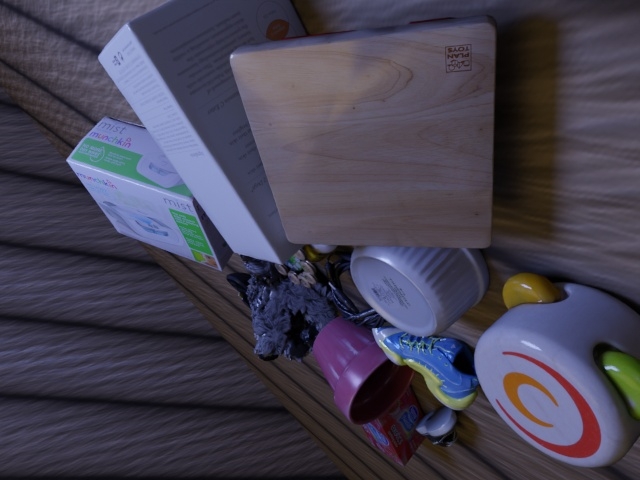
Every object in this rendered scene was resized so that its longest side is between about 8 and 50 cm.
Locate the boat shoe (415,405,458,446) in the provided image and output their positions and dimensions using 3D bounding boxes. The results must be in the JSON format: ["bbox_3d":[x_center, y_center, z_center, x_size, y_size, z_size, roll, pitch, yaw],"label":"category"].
[{"bbox_3d":[0.290,0.446,1.154,0.070,0.078,0.219,42,163,13],"label":"boat shoe"}]

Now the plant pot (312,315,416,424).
[{"bbox_3d":[0.085,0.270,1.085,0.180,0.201,0.202,39,156,40],"label":"plant pot"}]

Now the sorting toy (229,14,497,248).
[{"bbox_3d":[0.063,-0.117,0.557,0.256,0.090,0.256,1,132,19],"label":"sorting toy"}]

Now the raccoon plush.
[{"bbox_3d":[-0.103,0.105,1.251,0.299,0.215,0.447,-169,70,-73],"label":"raccoon plush"}]

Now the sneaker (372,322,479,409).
[{"bbox_3d":[0.211,0.205,0.930,0.240,0.091,0.126,39,136,19],"label":"sneaker"}]

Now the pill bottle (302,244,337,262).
[{"bbox_3d":[0.000,0.000,0.963,0.065,0.065,0.116,47,156,1],"label":"pill bottle"}]

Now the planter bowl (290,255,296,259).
[{"bbox_3d":[-0.097,-0.069,0.986,0.217,0.090,0.217,35,154,20],"label":"planter bowl"}]

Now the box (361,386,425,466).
[{"bbox_3d":[0.177,0.449,1.273,0.122,0.128,0.257,18,142,48],"label":"box"}]

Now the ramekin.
[{"bbox_3d":[0.142,0.053,0.756,0.207,0.109,0.207,37,154,21],"label":"ramekin"}]

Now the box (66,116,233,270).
[{"bbox_3d":[-0.291,-0.087,0.927,0.261,0.127,0.231,19,151,14],"label":"box"}]

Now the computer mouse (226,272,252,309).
[{"bbox_3d":[-0.227,0.171,1.612,0.184,0.060,0.262,7,146,50],"label":"computer mouse"}]

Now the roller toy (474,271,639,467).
[{"bbox_3d":[0.303,0.155,0.599,0.209,0.146,0.191,34,144,41],"label":"roller toy"}]

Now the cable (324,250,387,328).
[{"bbox_3d":[0.077,0.105,0.959,0.184,0.047,0.151,19,118,44],"label":"cable"}]

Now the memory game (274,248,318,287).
[{"bbox_3d":[-0.077,0.028,0.984,0.186,0.012,0.186,36,156,19],"label":"memory game"}]

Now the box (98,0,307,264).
[{"bbox_3d":[-0.105,-0.170,0.698,0.168,0.215,0.346,9,135,55],"label":"box"}]
